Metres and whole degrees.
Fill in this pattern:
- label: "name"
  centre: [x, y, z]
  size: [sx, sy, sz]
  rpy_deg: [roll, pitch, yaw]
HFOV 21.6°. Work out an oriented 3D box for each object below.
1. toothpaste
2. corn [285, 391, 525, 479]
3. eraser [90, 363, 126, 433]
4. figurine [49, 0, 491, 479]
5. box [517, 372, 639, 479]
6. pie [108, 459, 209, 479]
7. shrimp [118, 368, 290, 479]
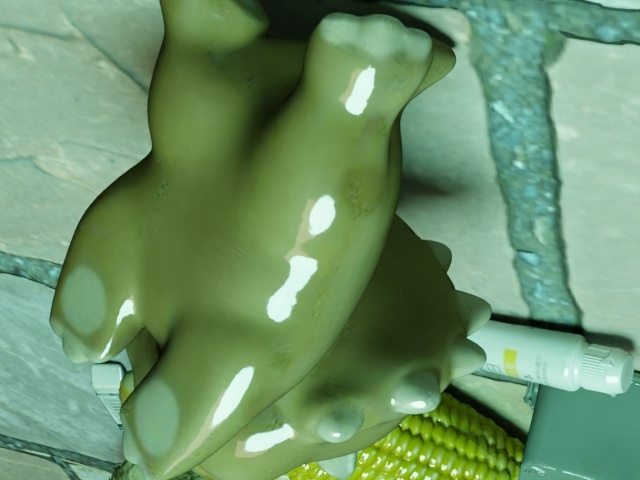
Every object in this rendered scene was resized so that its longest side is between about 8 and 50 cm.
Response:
- label: "toothpaste"
  centre: [0.080, 0.056, 0.933]
  size: [0.190, 0.031, 0.048]
  rpy_deg: [10, 162, 28]
- label: "corn"
  centre: [0.025, 0.114, 1.006]
  size: [0.260, 0.091, 0.091]
  rpy_deg: [29, -167, -22]
- label: "eraser"
  centre: [-0.141, 0.117, 1.213]
  size: [0.027, 0.019, 0.099]
  rpy_deg: [-3, 148, 14]
- label: "figurine"
  centre: [-0.004, 0.002, 0.760]
  size: [0.173, 0.247, 0.177]
  rpy_deg: [-1, -158, -43]
- label: "box"
  centre: [0.167, 0.120, 0.942]
  size: [0.122, 0.069, 0.084]
  rpy_deg: [16, 151, 12]
- label: "pie"
  centre: [-0.080, 0.218, 1.295]
  size: [0.163, 0.079, 0.193]
  rpy_deg: [-17, 139, 33]
- label: "shrimp"
  centre: [-0.003, 0.132, 1.103]
  size: [0.267, 0.061, 0.145]
  rpy_deg: [22, 145, 2]
